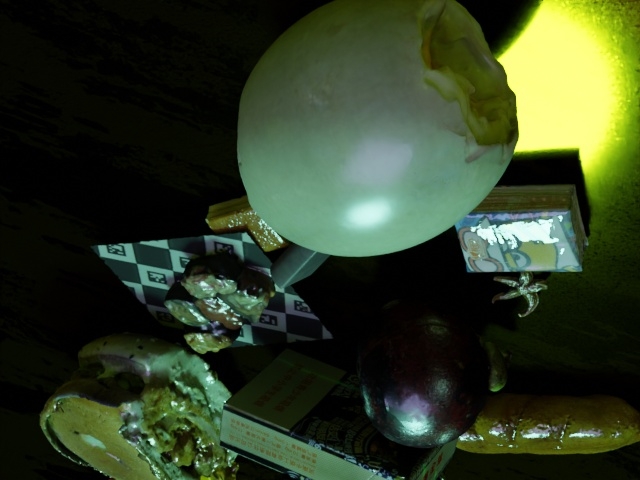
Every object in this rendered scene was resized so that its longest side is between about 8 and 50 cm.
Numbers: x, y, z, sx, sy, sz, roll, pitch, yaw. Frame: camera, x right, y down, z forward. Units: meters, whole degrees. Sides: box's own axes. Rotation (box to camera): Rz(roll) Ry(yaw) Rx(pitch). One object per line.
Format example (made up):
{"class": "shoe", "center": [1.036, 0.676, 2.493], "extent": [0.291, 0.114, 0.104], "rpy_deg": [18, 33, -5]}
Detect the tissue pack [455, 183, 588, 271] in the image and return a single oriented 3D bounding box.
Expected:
{"class": "tissue pack", "center": [0.254, -0.013, 1.513], "extent": [0.155, 0.065, 0.115], "rpy_deg": [-2, 134, 22]}

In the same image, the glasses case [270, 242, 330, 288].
{"class": "glasses case", "center": [0.001, -0.001, 1.620], "extent": [0.190, 0.072, 0.042], "rpy_deg": [-47, 67, 45]}

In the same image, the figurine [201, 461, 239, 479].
{"class": "figurine", "center": [-0.216, 0.459, 2.193], "extent": [0.234, 0.127, 0.185], "rpy_deg": [-32, 132, 27]}

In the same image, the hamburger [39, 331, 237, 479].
{"class": "hamburger", "center": [-0.299, 0.288, 1.943], "extent": [0.276, 0.195, 0.318], "rpy_deg": [7, 144, 34]}

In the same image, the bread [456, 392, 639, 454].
{"class": "bread", "center": [0.354, 0.273, 1.787], "extent": [0.344, 0.084, 0.124], "rpy_deg": [-5, 157, 25]}

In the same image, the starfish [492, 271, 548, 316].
{"class": "starfish", "center": [0.273, 0.069, 1.628], "extent": [0.078, 0.028, 0.091], "rpy_deg": [45, 136, -20]}

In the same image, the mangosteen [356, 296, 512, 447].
{"class": "mangosteen", "center": [0.155, 0.186, 1.664], "extent": [0.216, 0.216, 0.216], "rpy_deg": [11, 139, 9]}

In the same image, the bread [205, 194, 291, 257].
{"class": "bread", "center": [-0.098, -0.020, 1.663], "extent": [0.094, 0.035, 0.090], "rpy_deg": [-14, 131, 32]}

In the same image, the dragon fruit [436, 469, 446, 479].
{"class": "dragon fruit", "center": [0.108, 0.393, 1.925], "extent": [0.274, 0.193, 0.192], "rpy_deg": [2, 153, 34]}

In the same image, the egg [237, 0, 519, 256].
{"class": "egg", "center": [0.044, -0.120, 1.310], "extent": [0.336, 0.278, 0.278], "rpy_deg": [-24, 125, 38]}

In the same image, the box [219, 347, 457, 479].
{"class": "box", "center": [0.030, 0.283, 1.776], "extent": [0.310, 0.198, 0.084], "rpy_deg": [19, 119, 22]}

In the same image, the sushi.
{"class": "sushi", "center": [-0.170, 0.104, 1.781], "extent": [0.292, 0.059, 0.294], "rpy_deg": [-6, 141, 30]}

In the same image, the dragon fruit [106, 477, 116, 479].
{"class": "dragon fruit", "center": [-0.383, 0.523, 2.320], "extent": [0.121, 0.130, 0.142], "rpy_deg": [-31, 160, 34]}
